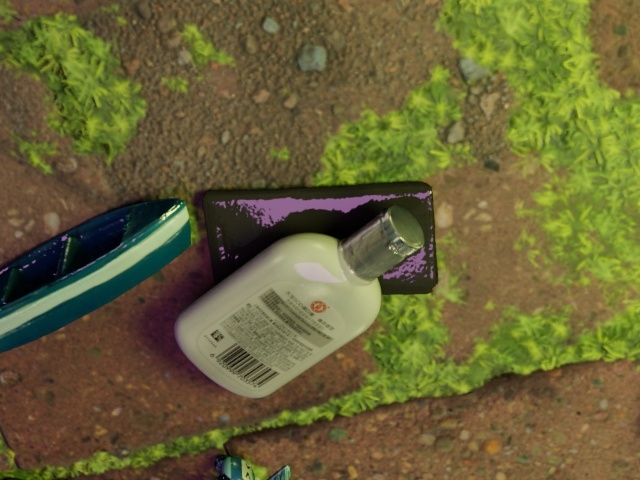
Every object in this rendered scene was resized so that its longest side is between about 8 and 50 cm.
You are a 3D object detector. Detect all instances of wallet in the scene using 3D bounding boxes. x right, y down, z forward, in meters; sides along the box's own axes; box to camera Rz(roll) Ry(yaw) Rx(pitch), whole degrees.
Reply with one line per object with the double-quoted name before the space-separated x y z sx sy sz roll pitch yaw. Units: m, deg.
"wallet" 0.000 0.000 1.470 0.244 0.025 0.124 -1 114 10

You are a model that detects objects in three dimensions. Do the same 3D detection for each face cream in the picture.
"face cream" -0.017 0.058 1.443 0.144 0.071 0.291 38 124 -22

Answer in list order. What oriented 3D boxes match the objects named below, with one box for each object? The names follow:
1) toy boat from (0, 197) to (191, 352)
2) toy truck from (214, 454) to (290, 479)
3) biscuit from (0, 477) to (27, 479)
"toy boat" -0.260 0.036 1.493 0.299 0.096 0.061 -26 118 16
"toy truck" -0.079 0.284 1.600 0.090 0.056 0.073 0 119 -6
"biscuit" -0.346 0.486 1.690 0.408 0.091 0.407 1 109 3
